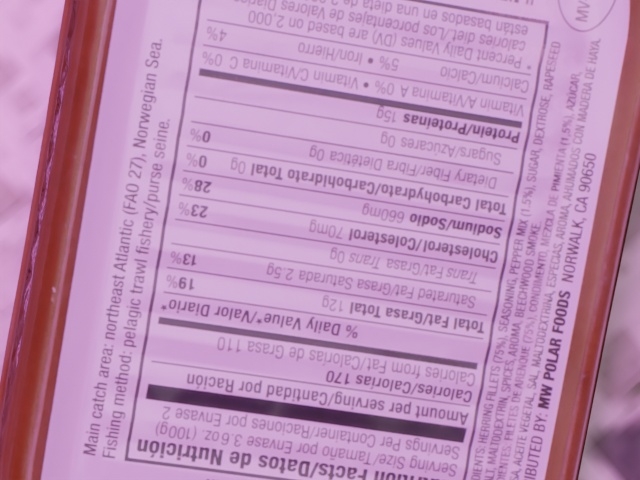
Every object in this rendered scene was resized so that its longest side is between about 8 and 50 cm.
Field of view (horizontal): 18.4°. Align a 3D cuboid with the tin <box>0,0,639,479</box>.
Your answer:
[{"bbox_3d":[0.000,0.000,0.353,0.106,0.040,0.190,9,97,-5],"label":"tin"}]
